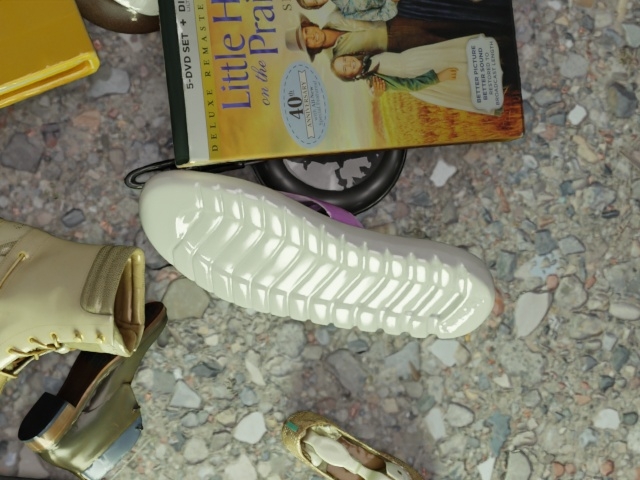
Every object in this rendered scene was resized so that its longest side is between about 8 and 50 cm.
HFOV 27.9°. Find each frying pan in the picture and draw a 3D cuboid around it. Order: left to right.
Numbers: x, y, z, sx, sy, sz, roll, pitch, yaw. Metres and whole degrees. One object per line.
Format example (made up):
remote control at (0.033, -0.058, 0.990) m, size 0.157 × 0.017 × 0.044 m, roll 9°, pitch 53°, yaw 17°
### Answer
frying pan at (-0.051, -0.132, 1.502) m, size 0.326 × 0.053 × 0.197 m, roll 10°, pitch 88°, yaw -11°

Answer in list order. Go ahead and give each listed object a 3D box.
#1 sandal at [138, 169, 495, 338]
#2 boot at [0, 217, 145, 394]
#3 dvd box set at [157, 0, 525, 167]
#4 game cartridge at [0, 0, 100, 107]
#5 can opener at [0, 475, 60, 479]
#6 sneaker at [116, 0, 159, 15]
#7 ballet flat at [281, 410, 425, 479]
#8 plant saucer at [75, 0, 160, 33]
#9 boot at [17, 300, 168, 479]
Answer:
sandal at (-0.005, 0.011, 1.471) m, size 0.416 × 0.102 × 0.169 m, roll 19°, pitch 129°, yaw -6°
boot at (-0.304, 0.116, 1.406) m, size 0.203 × 0.095 × 0.262 m, roll 10°, pitch 81°, yaw 16°
dvd box set at (0.026, -0.250, 1.450) m, size 0.420 × 0.062 × 0.308 m, roll -5°, pitch 90°, yaw -24°
game cartridge at (-0.428, -0.278, 1.402) m, size 0.285 × 0.053 × 0.324 m, roll -22°, pitch 72°, yaw -8°
can opener at (-0.400, 0.270, 1.422) m, size 0.283 × 0.076 × 0.095 m, roll 6°, pitch 116°, yaw -9°
sneaker at (-0.241, -0.340, 1.426) m, size 0.080 × 0.094 × 0.212 m, roll -42°, pitch 119°, yaw 15°
ballet flat at (0.046, 0.270, 1.500) m, size 0.206 × 0.067 × 0.073 m, roll 29°, pitch 85°, yaw -7°
plant saucer at (-0.216, -0.339, 1.483) m, size 0.198 × 0.036 × 0.199 m, roll 0°, pitch 91°, yaw -8°
boot at (-0.235, 0.175, 1.472) m, size 0.219 × 0.082 × 0.106 m, roll -46°, pitch 121°, yaw -14°
